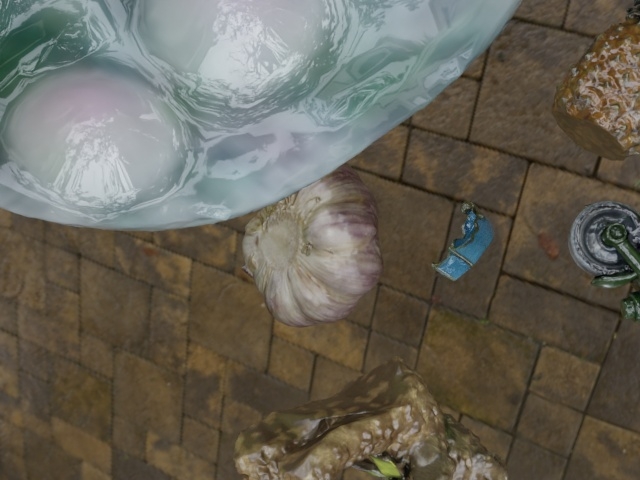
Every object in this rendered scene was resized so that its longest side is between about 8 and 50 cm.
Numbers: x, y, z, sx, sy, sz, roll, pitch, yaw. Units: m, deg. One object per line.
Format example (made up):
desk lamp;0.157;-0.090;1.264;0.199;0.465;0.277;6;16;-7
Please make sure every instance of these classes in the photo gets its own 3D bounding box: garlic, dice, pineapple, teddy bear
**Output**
garlic;0.000;0.000;1.147;0.245;0.160;0.245;1;91;49
dice;-0.091;-0.226;0.402;0.328;0.348;0.330;-35;128;19
pineapple;0.472;-0.289;1.156;0.169;0.169;0.340;32;91;14
teddy bear;0.067;0.281;1.011;0.246;0.296;0.222;-2;113;56

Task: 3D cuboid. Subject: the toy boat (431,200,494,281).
toy boat;0.250;-0.006;1.411;0.077;0.185;0.075;45;133;2

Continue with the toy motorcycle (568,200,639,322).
toy motorcycle;0.367;-0.009;0.690;0.275;0.205;0.127;-12;77;5
